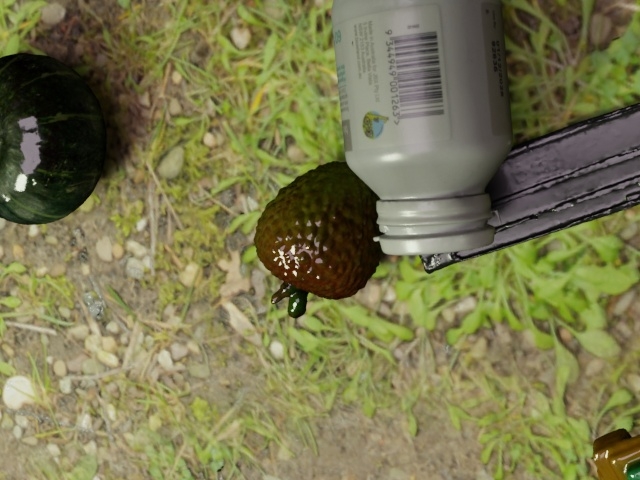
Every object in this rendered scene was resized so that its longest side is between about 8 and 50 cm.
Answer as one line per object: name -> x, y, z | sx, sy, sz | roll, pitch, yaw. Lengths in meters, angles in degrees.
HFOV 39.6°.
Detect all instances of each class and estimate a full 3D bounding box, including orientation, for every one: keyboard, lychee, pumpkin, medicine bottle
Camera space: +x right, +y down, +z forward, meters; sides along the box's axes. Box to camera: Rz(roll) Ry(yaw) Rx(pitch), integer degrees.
keyboard -> 0.187, -0.047, 0.754 | 0.250, 0.017, 0.087 | -20, 95, 24
lychee -> 0.000, 0.000, 0.786 | 0.114, 0.114, 0.146 | 31, 93, 12
pumpkin -> -0.286, -0.098, 0.866 | 0.167, 0.125, 0.167 | 0, 88, 10
medicine bottle -> 0.084, -0.100, 0.711 | 0.135, 0.135, 0.215 | -4, 96, 22

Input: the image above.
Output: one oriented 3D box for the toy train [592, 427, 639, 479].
toy train -> 0.374, 0.163, 0.600 | 0.429, 0.249, 0.178 | -30, 90, 24
